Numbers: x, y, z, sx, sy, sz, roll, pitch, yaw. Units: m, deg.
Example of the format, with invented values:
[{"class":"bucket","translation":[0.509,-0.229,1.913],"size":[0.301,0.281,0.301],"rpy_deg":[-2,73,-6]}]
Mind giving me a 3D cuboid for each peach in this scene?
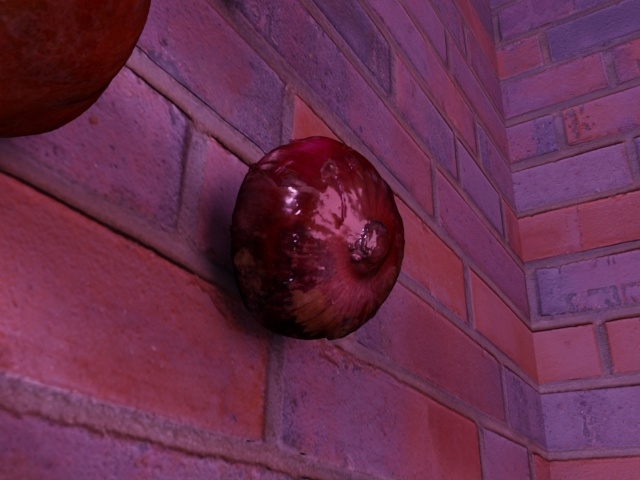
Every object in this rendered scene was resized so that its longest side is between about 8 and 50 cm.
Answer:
[{"class":"peach","translation":[-0.227,-0.171,0.420],"size":[0.232,0.232,0.256],"rpy_deg":[41,33,-45]}]

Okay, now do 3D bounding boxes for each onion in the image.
[{"class":"onion","translation":[0.000,0.000,0.767],"size":[0.246,0.190,0.246],"rpy_deg":[-4,95,-50]}]
